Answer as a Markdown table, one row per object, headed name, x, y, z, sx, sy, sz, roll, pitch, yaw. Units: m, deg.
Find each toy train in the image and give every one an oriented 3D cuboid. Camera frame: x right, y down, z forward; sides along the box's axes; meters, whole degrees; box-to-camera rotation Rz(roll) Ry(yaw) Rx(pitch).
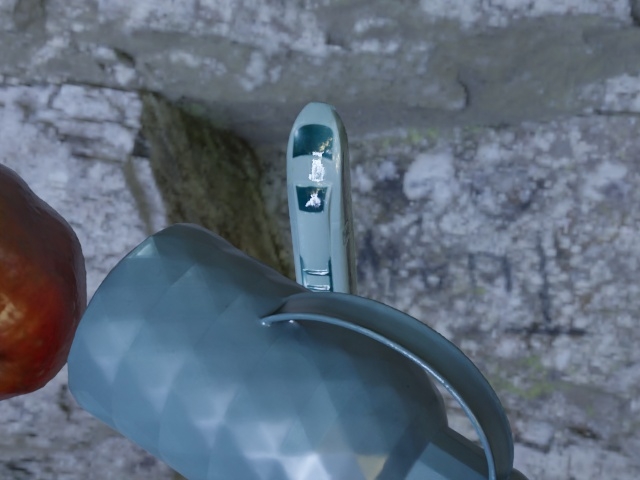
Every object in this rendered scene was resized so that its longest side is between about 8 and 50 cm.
| name | x | y | z | sx | sy | sz | roll | pitch | yaw |
| --- | --- | --- | --- | --- | --- | --- | --- | --- | --- |
| toy train | 0.000 | 0.000 | 1.365 | 0.087 | 0.406 | 0.088 | 5 | -148 | 16 |

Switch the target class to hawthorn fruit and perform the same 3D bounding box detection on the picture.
| name | x | y | z | sx | sy | sz | roll | pitch | yaw |
| --- | --- | --- | --- | --- | --- | --- | --- | --- | --- |
| hawthorn fruit | -0.388 | 0.063 | 1.008 | 0.287 | 0.287 | 0.330 | 10 | -154 | -33 |

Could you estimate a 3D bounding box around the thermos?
| name | x | y | z | sx | sy | sz | roll | pitch | yaw |
| --- | --- | --- | --- | --- | --- | --- | --- | --- | --- |
| thermos | -0.005 | 0.098 | 0.573 | 0.287 | 0.182 | 0.145 | 27 | -140 | 20 |
